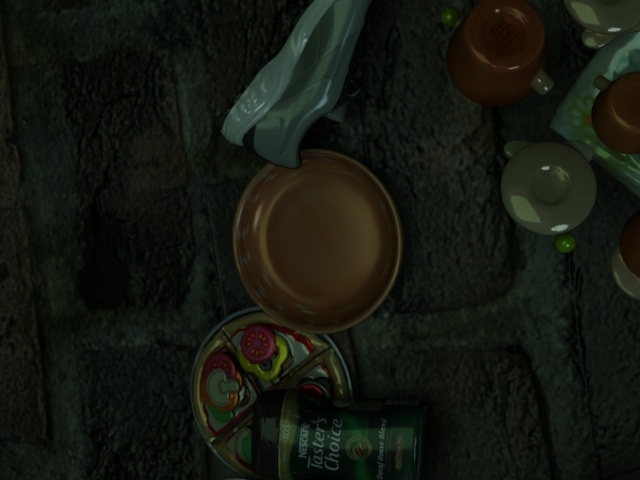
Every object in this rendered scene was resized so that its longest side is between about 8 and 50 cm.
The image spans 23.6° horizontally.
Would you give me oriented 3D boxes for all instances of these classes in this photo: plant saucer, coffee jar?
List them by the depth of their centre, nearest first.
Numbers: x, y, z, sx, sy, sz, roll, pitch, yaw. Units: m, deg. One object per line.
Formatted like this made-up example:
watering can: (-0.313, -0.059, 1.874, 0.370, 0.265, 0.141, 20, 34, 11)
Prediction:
coffee jar: (0.019, 0.209, 1.610, 0.184, 0.079, 0.096, 3, 100, 9)
plant saucer: (0.000, 0.000, 1.648, 0.200, 0.037, 0.200, 2, 94, 25)

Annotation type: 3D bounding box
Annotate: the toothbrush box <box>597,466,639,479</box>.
toothbrush box: (0.302, 0.382, 1.447, 0.126, 0.216, 0.295, -24, 83, 23)

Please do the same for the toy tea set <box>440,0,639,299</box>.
toy tea set: (0.239, -0.100, 1.426, 0.200, 0.124, 0.336, -13, 80, -1)

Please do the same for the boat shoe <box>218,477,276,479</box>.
boat shoe: (0.020, 0.314, 1.633, 0.301, 0.102, 0.108, 10, 90, 9)

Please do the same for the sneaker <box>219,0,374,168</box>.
sneaker: (0.009, -0.195, 1.599, 0.108, 0.100, 0.271, 36, 100, -3)

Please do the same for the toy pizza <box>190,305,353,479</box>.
toy pizza: (-0.059, 0.173, 1.691, 0.201, 0.032, 0.201, 2, 95, 24)

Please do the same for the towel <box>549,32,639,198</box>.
towel: (0.436, -0.160, 1.414, 0.320, 0.090, 0.374, 40, 108, 16)
